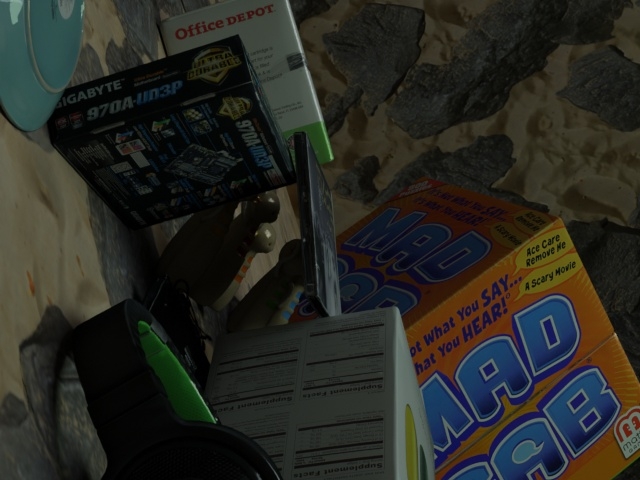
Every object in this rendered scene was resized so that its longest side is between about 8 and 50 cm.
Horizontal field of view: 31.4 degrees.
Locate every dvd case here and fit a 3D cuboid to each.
[{"bbox_3d":[0.000,0.000,1.185,0.221,0.018,0.165,65,20,-74],"label":"dvd case"}]

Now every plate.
[{"bbox_3d":[-0.208,-0.176,0.862,0.188,0.024,0.188,4,90,-83],"label":"plate"}]

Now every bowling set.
[{"bbox_3d":[-0.046,0.043,1.278,0.200,0.154,0.287,36,-3,7],"label":"bowling set"}]

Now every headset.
[{"bbox_3d":[-0.092,0.229,0.805,0.394,0.185,0.243,58,-3,31],"label":"headset"}]

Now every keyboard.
[{"bbox_3d":[-0.143,0.116,1.124,0.100,0.038,0.192,-69,151,-44],"label":"keyboard"}]

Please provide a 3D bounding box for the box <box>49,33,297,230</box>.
[{"bbox_3d":[-0.126,-0.089,1.034,0.220,0.175,0.051,63,11,-68],"label":"box"}]

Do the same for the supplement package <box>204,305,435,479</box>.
[{"bbox_3d":[0.001,0.231,1.094,0.263,0.198,0.199,-84,161,-57],"label":"supplement package"}]

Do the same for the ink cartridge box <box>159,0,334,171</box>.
[{"bbox_3d":[-0.110,-0.227,1.746,0.115,0.198,0.273,-72,146,-84],"label":"ink cartridge box"}]

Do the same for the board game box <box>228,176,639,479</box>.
[{"bbox_3d":[0.158,0.178,1.528,0.356,0.356,0.356,60,-14,-21],"label":"board game box"}]

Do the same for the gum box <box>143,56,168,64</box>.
[{"bbox_3d":[-0.185,-0.131,1.405,0.184,0.041,0.157,-99,172,-70],"label":"gum box"}]
